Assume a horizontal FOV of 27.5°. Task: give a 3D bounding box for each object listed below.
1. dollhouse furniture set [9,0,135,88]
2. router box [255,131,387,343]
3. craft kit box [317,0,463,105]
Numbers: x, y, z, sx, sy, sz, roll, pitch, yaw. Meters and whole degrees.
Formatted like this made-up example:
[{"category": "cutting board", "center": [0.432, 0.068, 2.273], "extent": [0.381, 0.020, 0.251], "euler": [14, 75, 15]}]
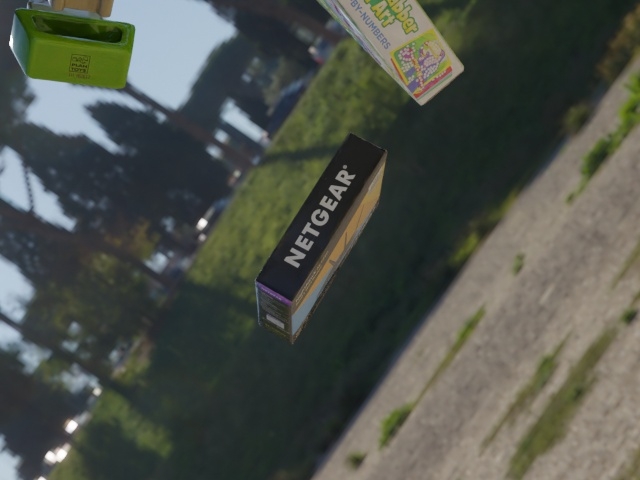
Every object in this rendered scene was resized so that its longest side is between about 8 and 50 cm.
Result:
[{"category": "dollhouse furniture set", "center": [-0.211, -0.286, 0.963], "extent": [0.151, 0.197, 0.301], "euler": [-112, 34, -52]}, {"category": "router box", "center": [0.000, 0.000, 1.268], "extent": [0.179, 0.046, 0.133], "euler": [-58, -10, -18]}, {"category": "craft kit box", "center": [-0.008, -0.258, 1.101], "extent": [0.061, 0.250, 0.246], "euler": [-43, 41, 2]}]
